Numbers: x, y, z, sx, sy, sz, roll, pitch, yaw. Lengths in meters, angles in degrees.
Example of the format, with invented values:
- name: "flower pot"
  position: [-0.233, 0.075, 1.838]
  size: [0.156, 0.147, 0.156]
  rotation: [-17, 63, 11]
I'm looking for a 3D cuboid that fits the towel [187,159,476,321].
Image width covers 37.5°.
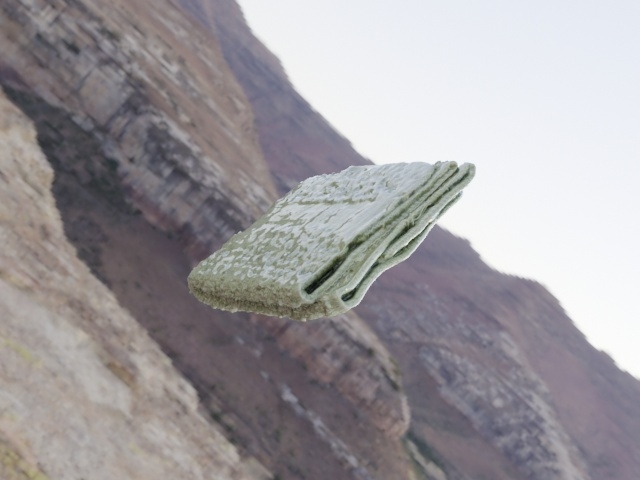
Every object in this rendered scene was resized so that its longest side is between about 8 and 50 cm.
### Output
- name: "towel"
  position: [0.000, 0.000, 0.463]
  size: [0.148, 0.110, 0.027]
  rotation: [-1, -56, 58]
